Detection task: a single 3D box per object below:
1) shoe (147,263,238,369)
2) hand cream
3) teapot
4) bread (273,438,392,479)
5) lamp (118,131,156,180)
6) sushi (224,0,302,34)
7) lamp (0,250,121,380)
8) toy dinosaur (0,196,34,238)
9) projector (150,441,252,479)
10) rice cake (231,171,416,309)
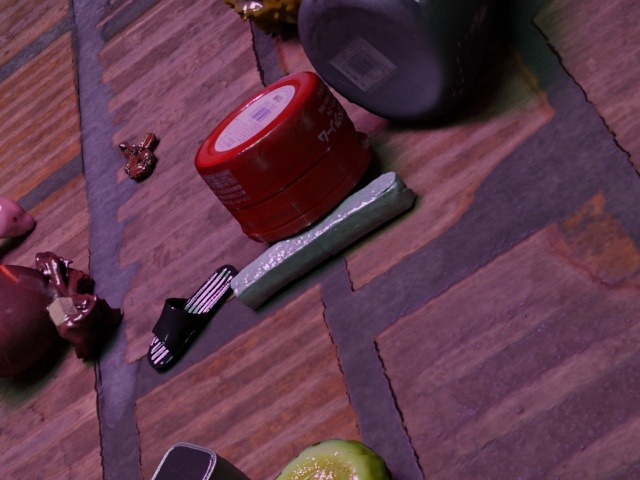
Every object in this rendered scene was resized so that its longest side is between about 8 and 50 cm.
[{"bbox_3d":[-0.167,0.083,1.600,0.159,0.053,0.062,-48,40,-8],"label":"shoe"},{"bbox_3d":[-0.046,-0.102,1.565,0.193,0.125,0.193,-32,24,16],"label":"hand cream"},{"bbox_3d":[0.127,-0.288,1.602,0.223,0.305,0.285,25,61,14],"label":"teapot"},{"bbox_3d":[0.008,0.255,1.243,0.139,0.071,0.130,-43,39,0],"label":"bread"},{"bbox_3d":[-0.269,-0.121,1.916,0.063,0.031,0.083,-30,43,21],"label":"lamp"},{"bbox_3d":[-0.028,-0.496,1.870,0.351,0.240,0.396,-35,34,15],"label":"sushi"},{"bbox_3d":[-0.404,0.099,1.730,0.223,0.151,0.215,-42,40,1],"label":"lamp"},{"bbox_3d":[-0.548,0.005,1.965,0.177,0.194,0.152,-61,24,15],"label":"toy dinosaur"},{"bbox_3d":[-0.122,0.267,1.348,0.083,0.082,0.083,4,59,46],"label":"projector"},{"bbox_3d":[0.000,0.000,1.522,0.245,0.045,0.042,-33,37,16],"label":"rice cake"}]
